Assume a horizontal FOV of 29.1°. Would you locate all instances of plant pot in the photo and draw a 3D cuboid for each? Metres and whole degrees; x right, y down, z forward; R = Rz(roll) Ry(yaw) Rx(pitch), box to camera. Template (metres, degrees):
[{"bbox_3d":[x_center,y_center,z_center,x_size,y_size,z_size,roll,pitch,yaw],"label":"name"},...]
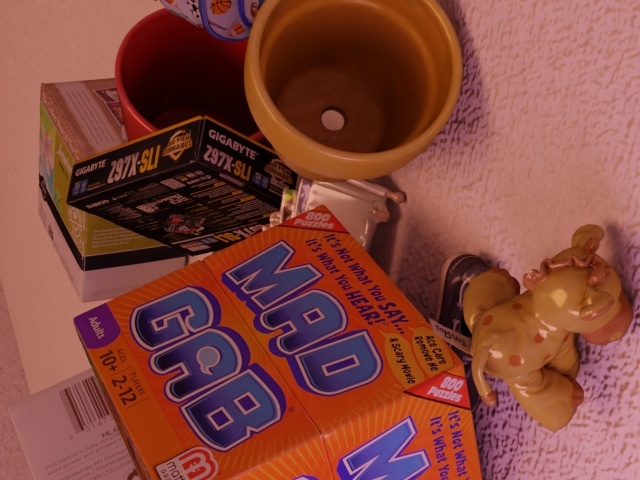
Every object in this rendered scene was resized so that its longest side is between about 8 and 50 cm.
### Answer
[{"bbox_3d":[0.027,-0.183,1.531,0.239,0.254,0.254,120,137,-75],"label":"plant pot"},{"bbox_3d":[-0.195,-0.197,1.962,0.243,0.274,0.275,109,144,-60],"label":"plant pot"}]

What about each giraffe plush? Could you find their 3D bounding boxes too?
[{"bbox_3d":[0.240,0.072,1.262,0.170,0.210,0.181,-39,55,28],"label":"giraffe plush"}]

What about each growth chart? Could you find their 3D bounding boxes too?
[{"bbox_3d":[0.000,0.000,1.705,0.172,0.021,0.237,30,116,16],"label":"growth chart"}]

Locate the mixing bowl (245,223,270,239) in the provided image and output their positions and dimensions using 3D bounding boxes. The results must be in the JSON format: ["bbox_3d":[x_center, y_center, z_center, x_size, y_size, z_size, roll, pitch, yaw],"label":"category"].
[{"bbox_3d":[-0.024,0.049,1.800,0.181,0.098,0.181,7,108,23],"label":"mixing bowl"}]

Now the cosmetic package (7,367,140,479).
[{"bbox_3d":[-0.286,0.439,2.110,0.327,0.329,0.394,52,162,45],"label":"cosmetic package"}]

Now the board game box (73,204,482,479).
[{"bbox_3d":[-0.043,0.246,1.528,0.356,0.356,0.357,50,160,48],"label":"board game box"}]

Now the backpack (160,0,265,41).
[{"bbox_3d":[-0.089,-0.384,1.657,0.213,0.263,0.277,32,127,38],"label":"backpack"}]

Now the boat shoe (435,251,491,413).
[{"bbox_3d":[0.177,0.119,1.479,0.065,0.075,0.206,-159,68,-64],"label":"boat shoe"}]

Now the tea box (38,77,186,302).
[{"bbox_3d":[-0.412,-0.109,2.440,0.329,0.220,0.324,51,140,46],"label":"tea box"}]

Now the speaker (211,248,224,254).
[{"bbox_3d":[-0.161,0.099,2.101,0.296,0.131,0.131,-52,51,56],"label":"speaker"}]

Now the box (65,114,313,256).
[{"bbox_3d":[-0.184,-0.071,1.840,0.322,0.257,0.079,-13,63,45],"label":"box"}]
